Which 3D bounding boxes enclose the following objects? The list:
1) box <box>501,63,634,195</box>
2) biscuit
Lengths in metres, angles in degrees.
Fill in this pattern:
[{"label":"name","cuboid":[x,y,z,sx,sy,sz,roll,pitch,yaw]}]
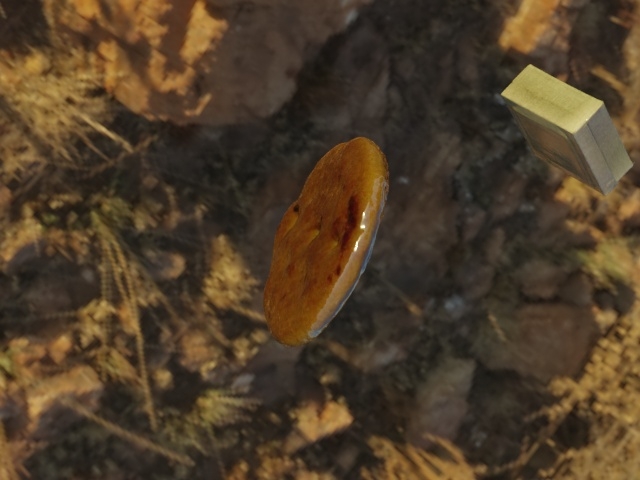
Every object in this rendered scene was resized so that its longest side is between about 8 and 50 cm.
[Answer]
[{"label":"box","cuboid":[0.183,-0.080,0.901,0.035,0.079,0.083,-46,136,-6]},{"label":"biscuit","cuboid":[0.000,0.000,1.142,0.036,0.212,0.212,24,102,-19]}]
